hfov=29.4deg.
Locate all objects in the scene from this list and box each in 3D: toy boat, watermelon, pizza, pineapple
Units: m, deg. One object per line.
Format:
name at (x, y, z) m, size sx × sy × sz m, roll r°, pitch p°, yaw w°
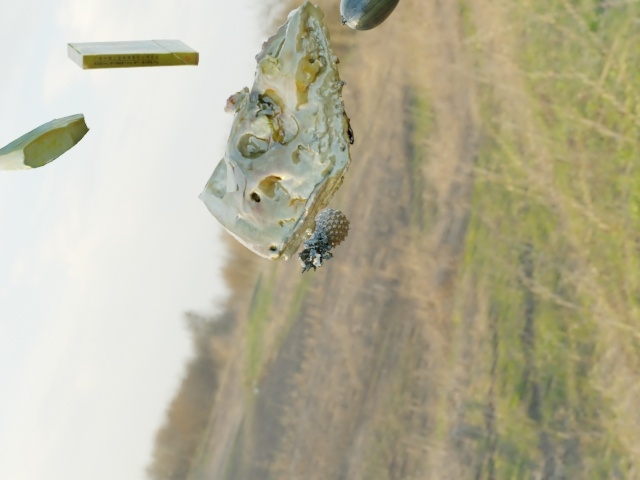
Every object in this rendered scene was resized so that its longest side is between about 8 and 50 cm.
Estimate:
toy boat at (-0.472, -0.163, 2.063) m, size 0.066 × 0.172 × 0.065 m, roll 50°, pitch 166°, yaw 58°
watermelon at (0.074, -0.357, 1.814) m, size 0.111 × 0.078 × 0.078 m, roll -50°, pitch 5°, yaw 5°
pizza at (-0.045, -0.118, 1.370) m, size 0.071 × 0.189 × 0.297 m, roll -4°, pitch -50°, yaw -44°
pineapple at (0.000, 0.000, 1.779) m, size 0.124 × 0.058 × 0.058 m, roll -50°, pitch -17°, yaw -56°

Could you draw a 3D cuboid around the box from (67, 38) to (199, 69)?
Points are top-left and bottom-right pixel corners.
box at (-0.245, -0.243, 1.593) m, size 0.089 × 0.156 × 0.022 m, roll -137°, pitch 46°, yaw -59°
